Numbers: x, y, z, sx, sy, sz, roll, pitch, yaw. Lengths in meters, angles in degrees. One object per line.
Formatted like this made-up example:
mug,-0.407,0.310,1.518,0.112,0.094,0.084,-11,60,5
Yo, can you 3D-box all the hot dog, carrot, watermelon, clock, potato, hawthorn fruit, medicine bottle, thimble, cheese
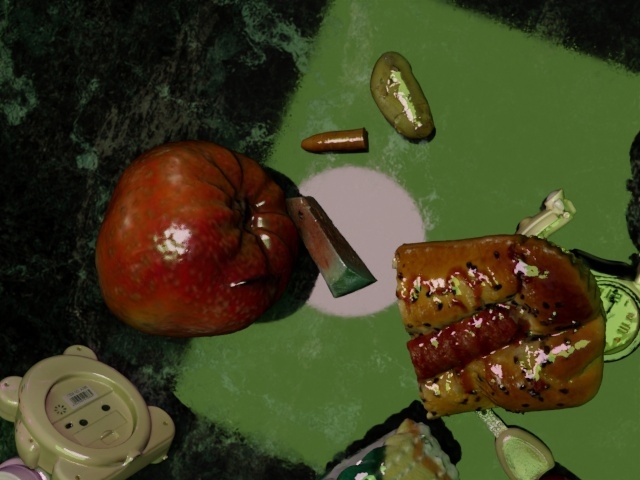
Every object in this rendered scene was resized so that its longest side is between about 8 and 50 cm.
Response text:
hot dog,0.336,0.160,1.757,0.365,0.196,0.367,-9,111,21
carrot,0.026,-0.203,1.957,0.139,0.048,0.048,-4,88,10
watermelon,0.000,0.000,1.925,0.094,0.154,0.241,-33,71,7
clock,0.478,0.064,1.848,0.379,0.120,0.276,29,100,4
clock,-0.477,0.363,1.917,0.309,0.284,0.114,41,130,20
potato,0.164,-0.286,1.919,0.105,0.085,0.188,-37,80,46
hawthorn fruit,-0.253,0.016,1.851,0.402,0.403,0.403,0,89,9
medicine bottle,-0.585,0.504,1.934,0.152,0.254,0.152,0,88,8
thimble,0.116,0.474,1.821,0.288,0.254,0.167,-35,84,5
cheese,0.372,0.396,1.892,0.097,0.037,0.192,-42,82,5

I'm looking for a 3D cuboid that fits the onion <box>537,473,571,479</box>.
onion,0.458,0.531,1.797,0.173,0.198,0.135,34,100,26
